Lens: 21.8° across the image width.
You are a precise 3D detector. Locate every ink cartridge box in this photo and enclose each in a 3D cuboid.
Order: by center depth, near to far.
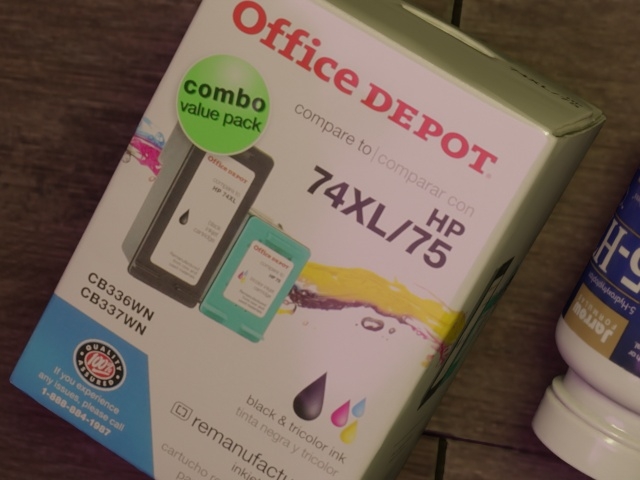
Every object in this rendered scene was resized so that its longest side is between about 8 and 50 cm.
[{"bbox_3d":[0.000,0.000,0.931,0.198,0.197,0.270,31,105,11],"label":"ink cartridge box"}]

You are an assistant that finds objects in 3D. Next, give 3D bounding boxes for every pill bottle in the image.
[{"bbox_3d":[0.196,0.042,0.920,0.112,0.112,0.186,29,105,12],"label":"pill bottle"}]
